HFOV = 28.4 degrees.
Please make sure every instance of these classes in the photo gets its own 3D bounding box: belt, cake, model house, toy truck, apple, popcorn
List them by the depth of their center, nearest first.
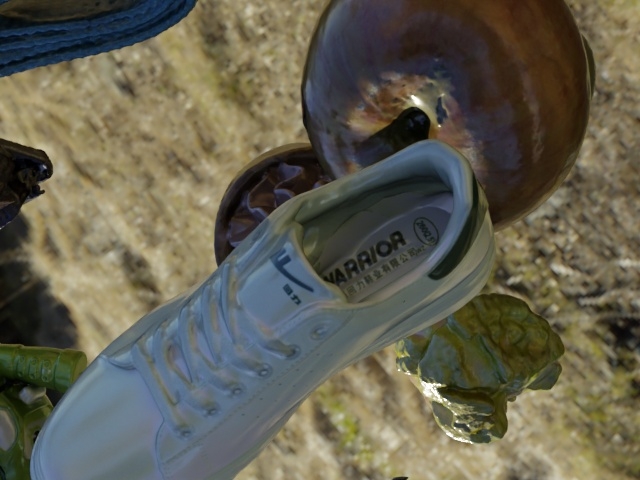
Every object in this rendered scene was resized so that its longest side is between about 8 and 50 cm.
[{"bbox_3d":[-0.140,-0.112,0.521,0.065,0.179,0.100,-104,-10,-53],"label":"belt"},{"bbox_3d":[0.127,0.095,1.042,0.126,0.145,0.126,39,111,18],"label":"popcorn"},{"bbox_3d":[0.104,-0.127,1.051,0.261,0.194,0.260,17,134,18],"label":"apple"},{"bbox_3d":[0.000,0.000,1.248,0.208,0.185,0.178,14,-174,-19],"label":"cake"},{"bbox_3d":[-0.404,0.200,1.566,0.187,0.210,0.148,25,-172,11],"label":"toy truck"},{"bbox_3d":[-0.463,-0.049,1.595,0.203,0.164,0.141,-27,124,28],"label":"model house"}]

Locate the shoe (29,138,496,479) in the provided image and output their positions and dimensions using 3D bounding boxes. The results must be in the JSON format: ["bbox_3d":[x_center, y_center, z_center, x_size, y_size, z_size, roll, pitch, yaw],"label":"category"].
[{"bbox_3d":[-0.030,0.037,0.603,0.095,0.265,0.110,52,167,20],"label":"shoe"}]

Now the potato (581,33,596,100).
[{"bbox_3d":[0.237,-0.175,1.386,0.157,0.194,0.157,12,111,31],"label":"potato"}]

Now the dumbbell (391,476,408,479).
[{"bbox_3d":[0.101,0.410,1.509,0.110,0.110,0.254,143,128,-65],"label":"dumbbell"}]
